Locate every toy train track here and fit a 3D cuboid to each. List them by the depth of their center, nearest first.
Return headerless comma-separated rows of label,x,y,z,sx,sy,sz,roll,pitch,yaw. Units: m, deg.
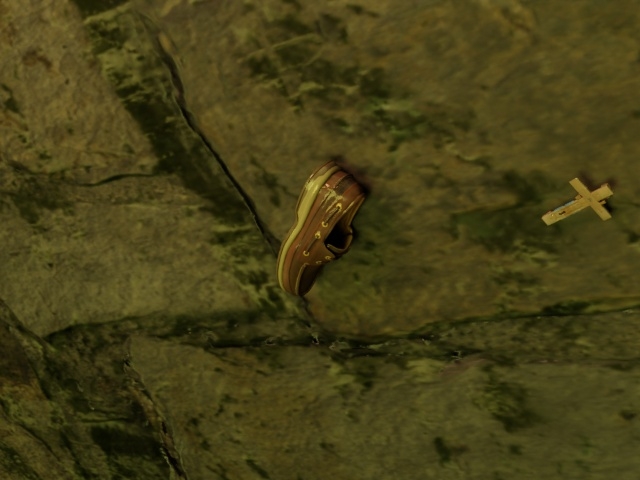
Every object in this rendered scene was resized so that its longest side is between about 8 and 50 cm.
toy train track,0.233,-0.034,0.983,0.048,0.014,0.083,47,143,-9

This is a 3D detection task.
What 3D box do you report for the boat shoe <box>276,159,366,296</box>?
boat shoe,0.000,0.000,1.154,0.060,0.064,0.178,35,133,17
